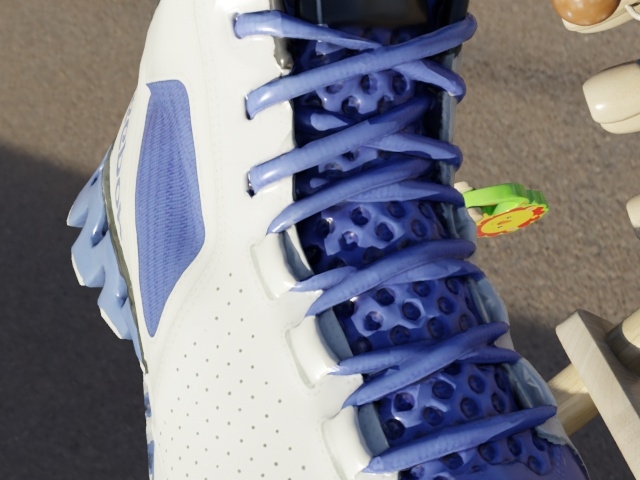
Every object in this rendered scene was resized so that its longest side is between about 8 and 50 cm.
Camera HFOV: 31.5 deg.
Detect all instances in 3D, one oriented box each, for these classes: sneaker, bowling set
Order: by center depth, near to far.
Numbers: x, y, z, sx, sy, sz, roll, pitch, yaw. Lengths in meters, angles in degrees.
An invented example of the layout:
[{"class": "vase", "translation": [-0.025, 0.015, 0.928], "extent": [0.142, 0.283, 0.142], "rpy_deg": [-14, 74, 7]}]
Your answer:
[{"class": "sneaker", "translation": [0.000, -0.001, 0.365], "extent": [0.127, 0.182, 0.315], "rpy_deg": [-6, 41, -28]}, {"class": "bowling set", "translation": [0.276, -0.157, 0.881], "extent": [0.154, 0.200, 0.287], "rpy_deg": [-19, 64, 17]}]

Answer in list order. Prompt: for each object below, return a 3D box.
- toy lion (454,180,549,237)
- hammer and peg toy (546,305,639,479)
[{"class": "toy lion", "translation": [0.148, -0.024, 0.951], "extent": [0.096, 0.100, 0.034], "rpy_deg": [-12, 72, -9]}, {"class": "hammer and peg toy", "translation": [0.320, 0.193, 0.757], "extent": [0.127, 0.361, 0.266], "rpy_deg": [-45, 42, 24]}]
